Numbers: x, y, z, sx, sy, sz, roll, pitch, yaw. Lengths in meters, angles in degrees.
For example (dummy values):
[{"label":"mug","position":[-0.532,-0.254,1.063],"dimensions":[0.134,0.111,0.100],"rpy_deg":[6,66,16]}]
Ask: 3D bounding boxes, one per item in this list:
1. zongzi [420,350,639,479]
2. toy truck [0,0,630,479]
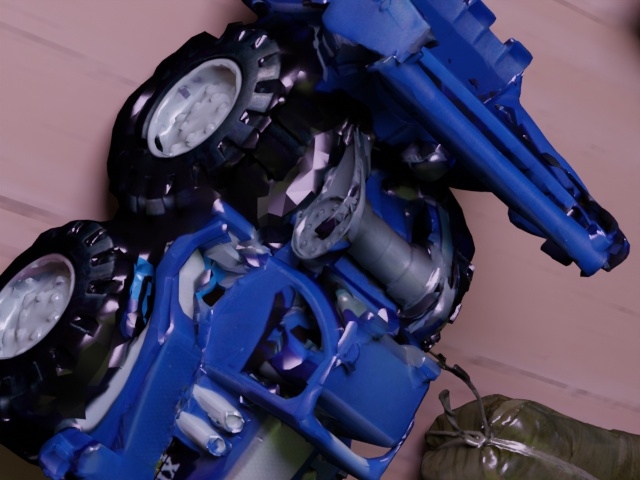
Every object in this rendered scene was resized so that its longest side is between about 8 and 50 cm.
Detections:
[{"label":"zongzi","position":[0.091,0.067,0.697],"dimensions":[0.154,0.062,0.130],"rpy_deg":[48,52,-17]},{"label":"toy truck","position":[0.000,0.000,0.556],"dimensions":[0.113,0.126,0.208],"rpy_deg":[40,78,-35]}]
